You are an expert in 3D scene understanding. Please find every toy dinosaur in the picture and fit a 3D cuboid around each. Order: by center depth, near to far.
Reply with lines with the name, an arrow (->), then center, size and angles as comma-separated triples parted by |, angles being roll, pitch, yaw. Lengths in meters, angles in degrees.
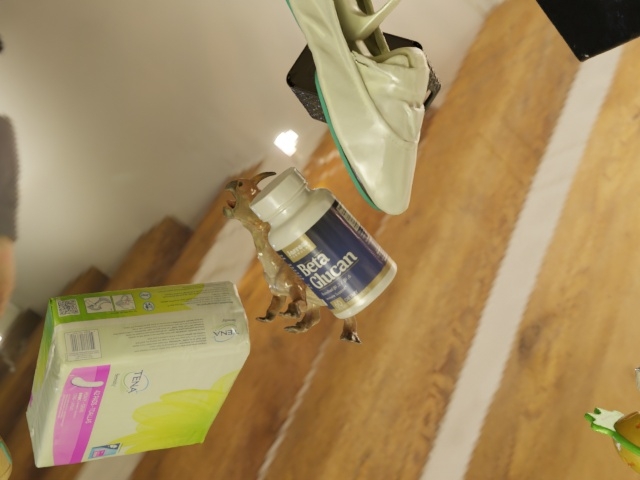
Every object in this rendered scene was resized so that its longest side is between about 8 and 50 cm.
toy dinosaur -> -0.006, 0.030, 1.734 | 0.127, 0.296, 0.200 | 3, -105, 43

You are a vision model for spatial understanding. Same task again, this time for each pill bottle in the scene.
pill bottle -> 0.000, 0.000, 1.392 | 0.094, 0.169, 0.094 | -41, -170, 9

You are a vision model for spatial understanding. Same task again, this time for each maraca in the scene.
maraca -> 0.501, 0.308, 1.895 | 0.127, 0.186, 0.099 | -3, 115, -57

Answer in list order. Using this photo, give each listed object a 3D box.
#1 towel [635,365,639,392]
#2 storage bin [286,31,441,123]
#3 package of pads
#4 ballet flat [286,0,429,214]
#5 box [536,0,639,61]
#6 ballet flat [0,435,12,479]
towel -> 0.430, 0.172, 1.226 | 0.187, 0.282, 0.049 | -38, -150, -14
storage bin -> 0.059, -0.220, 1.679 | 0.180, 0.084, 0.122 | 23, -106, 33
package of pads -> -0.219, 0.164, 1.455 | 0.296, 0.229, 0.101 | 117, -39, -53
ballet flat -> 0.048, -0.229, 1.400 | 0.139, 0.400, 0.139 | -21, 179, -1
box -> 0.352, -0.343, 1.100 | 0.294, 0.183, 0.296 | -39, -173, -17
ballet flat -> -0.423, 0.209, 1.198 | 0.080, 0.232, 0.073 | -101, -168, -46
